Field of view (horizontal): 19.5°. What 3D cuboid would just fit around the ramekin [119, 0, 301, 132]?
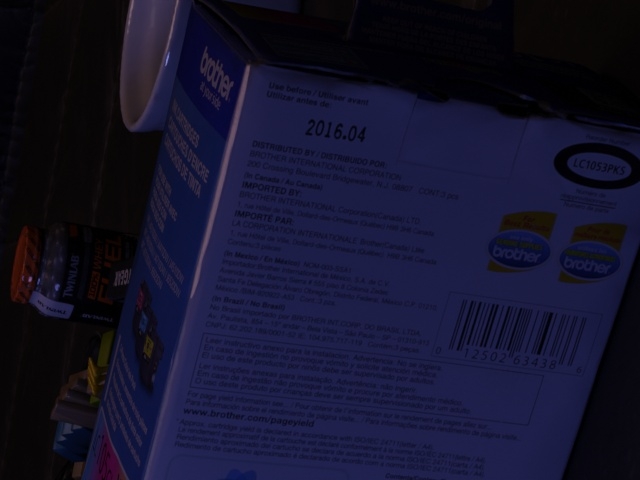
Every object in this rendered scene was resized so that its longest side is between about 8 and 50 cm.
[{"bbox_3d":[-0.116,-0.240,1.980,0.277,0.135,0.277,-170,90,-74],"label":"ramekin"}]

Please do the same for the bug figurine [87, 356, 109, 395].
[{"bbox_3d":[-0.156,0.250,1.857,0.279,0.072,0.216,62,155,30],"label":"bug figurine"}]

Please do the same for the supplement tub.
[{"bbox_3d":[-0.264,0.043,2.200,0.117,0.190,0.117,-171,90,-73],"label":"supplement tub"}]

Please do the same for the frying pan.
[{"bbox_3d":[-0.309,0.279,2.455,0.197,0.053,0.326,-126,46,-67],"label":"frying pan"}]

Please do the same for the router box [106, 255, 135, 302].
[{"bbox_3d":[-0.132,0.047,1.867,0.179,0.133,0.046,168,110,-71],"label":"router box"}]

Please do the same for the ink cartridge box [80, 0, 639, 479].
[{"bbox_3d":[0.033,0.018,1.108,0.151,0.270,0.395,-127,49,-61],"label":"ink cartridge box"}]

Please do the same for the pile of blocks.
[{"bbox_3d":[-0.224,0.169,2.073,0.362,0.149,0.112,131,151,-58],"label":"pile of blocks"}]
